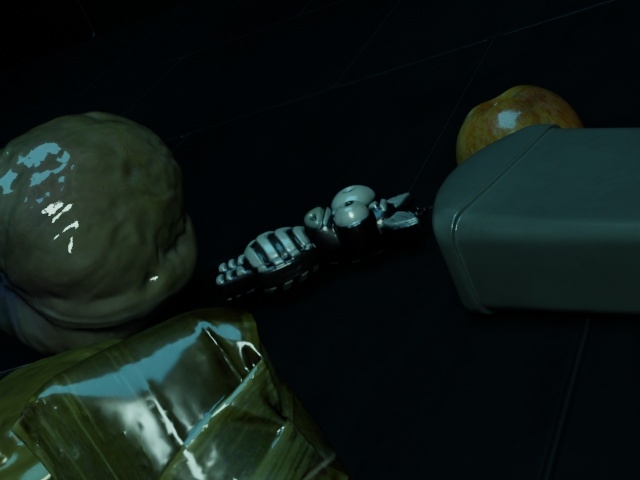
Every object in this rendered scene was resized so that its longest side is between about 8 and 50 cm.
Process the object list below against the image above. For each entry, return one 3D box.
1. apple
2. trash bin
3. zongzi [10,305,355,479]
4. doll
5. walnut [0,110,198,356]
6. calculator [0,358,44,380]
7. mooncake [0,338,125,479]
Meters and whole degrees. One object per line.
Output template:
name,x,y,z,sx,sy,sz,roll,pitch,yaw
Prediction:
apple,0.185,-0.086,1.211,0.126,0.102,0.126,-24,15,7
trash bin,0.206,-0.019,1.044,0.236,0.101,0.177,1,32,46
zongzi,-0.031,0.219,0.773,0.154,0.317,0.289,-32,-18,-15
doll,0.000,0.000,1.274,0.219,0.067,0.091,-21,17,8
walnut,-0.240,-0.007,1.323,0.248,0.248,0.248,-22,21,9
calculator,-0.360,0.156,1.228,0.161,0.021,0.262,-22,-4,12
mooncake,-0.222,0.167,1.069,0.235,0.117,0.235,-25,20,10
